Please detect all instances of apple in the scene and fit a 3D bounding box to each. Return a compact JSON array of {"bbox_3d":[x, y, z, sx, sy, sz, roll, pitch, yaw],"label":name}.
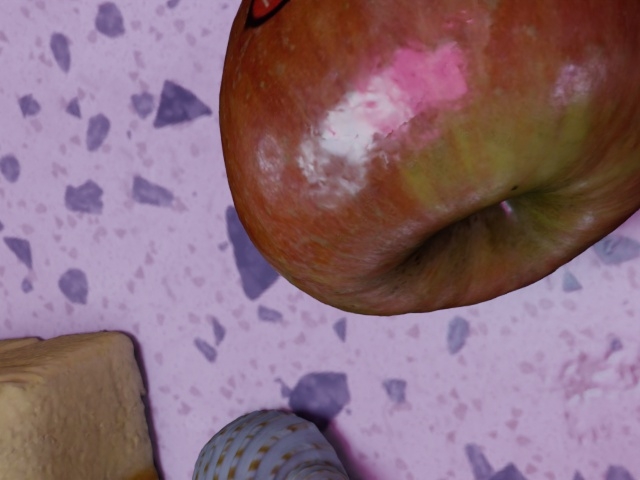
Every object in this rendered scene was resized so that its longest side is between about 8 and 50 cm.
[{"bbox_3d":[0.078,-0.108,1.042,0.309,0.277,0.250,-27,64,13],"label":"apple"}]

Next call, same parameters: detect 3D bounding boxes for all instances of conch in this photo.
[{"bbox_3d":[-0.043,0.193,1.264,0.153,0.102,0.135,-8,83,29],"label":"conch"}]

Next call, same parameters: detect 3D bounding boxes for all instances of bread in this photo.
[{"bbox_3d":[-0.274,0.220,1.344,0.236,0.198,0.263,-3,98,36],"label":"bread"}]
